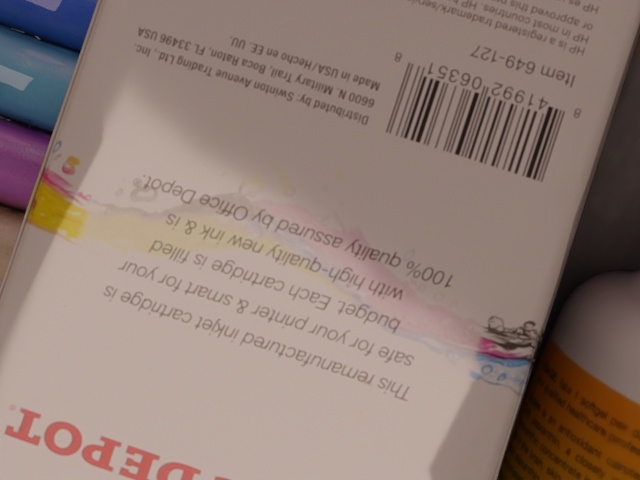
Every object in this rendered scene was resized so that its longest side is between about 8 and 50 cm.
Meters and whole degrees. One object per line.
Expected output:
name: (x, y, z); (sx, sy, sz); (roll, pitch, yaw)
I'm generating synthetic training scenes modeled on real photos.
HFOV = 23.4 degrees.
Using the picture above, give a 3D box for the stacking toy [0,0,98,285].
stacking toy: (-0.097, -0.145, 0.673); (0.141, 0.141, 0.330); (22, 98, 17)

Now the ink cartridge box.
ink cartridge box: (0.000, 0.000, 0.560); (0.171, 0.168, 0.232); (19, 87, 7)

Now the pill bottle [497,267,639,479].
pill bottle: (0.138, 0.095, 0.600); (0.136, 0.136, 0.245); (24, 103, 17)
